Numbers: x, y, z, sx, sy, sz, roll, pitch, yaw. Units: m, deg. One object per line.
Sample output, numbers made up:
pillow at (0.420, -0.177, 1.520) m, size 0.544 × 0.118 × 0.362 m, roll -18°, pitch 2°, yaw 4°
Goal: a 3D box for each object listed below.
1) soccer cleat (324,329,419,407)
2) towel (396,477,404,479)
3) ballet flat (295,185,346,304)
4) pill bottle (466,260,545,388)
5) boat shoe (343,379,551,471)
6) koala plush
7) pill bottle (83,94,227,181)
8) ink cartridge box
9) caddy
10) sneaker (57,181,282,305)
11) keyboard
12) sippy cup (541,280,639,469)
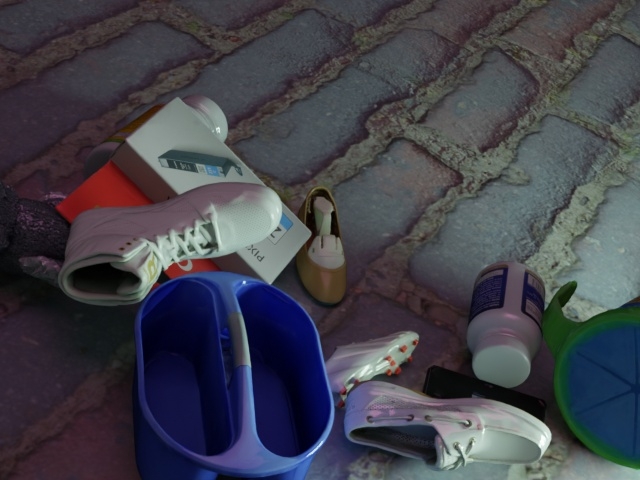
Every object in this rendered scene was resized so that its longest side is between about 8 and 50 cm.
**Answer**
soccer cleat at (0.061, 0.167, 1.614) m, size 0.196 × 0.068 × 0.076 m, roll -26°, pitch 52°, yaw -37°
towel at (0.029, 0.406, 1.275) m, size 0.209 × 0.034 × 0.285 m, roll -13°, pitch 43°, yaw 2°
ballet flat at (0.000, 0.000, 1.786) m, size 0.080 × 0.073 × 0.232 m, roll 4°, pitch 40°, yaw -14°
pill bottle at (0.276, 0.127, 1.700) m, size 0.112 × 0.112 × 0.186 m, roll 18°, pitch 38°, yaw 2°
boat shoe at (0.165, 0.265, 1.510) m, size 0.277 × 0.098 × 0.096 m, roll 9°, pitch 38°, yaw 5°
koala plush at (-0.435, -0.013, 1.572) m, size 0.221 × 0.203 × 0.196 m, roll 18°, pitch 37°, yaw -17°
pill bottle at (-0.252, -0.140, 1.814) m, size 0.136 × 0.136 × 0.245 m, roll 27°, pitch 40°, yaw 13°
ink cartridge box at (-0.188, -0.029, 1.645) m, size 0.296 × 0.066 × 0.261 m, roll 45°, pitch 47°, yaw -6°
caddy at (-0.117, 0.181, 1.439) m, size 0.241 × 0.179 × 0.341 m, roll 4°, pitch 40°, yaw -17°
sneaker at (-0.193, 0.015, 1.475) m, size 0.293 × 0.108 × 0.169 m, roll -11°, pitch 29°, yaw 5°
keyboard at (0.230, 0.245, 1.610) m, size 0.180 × 0.023 × 0.108 m, roll 17°, pitch 42°, yaw 2°
sippy cup at (0.483, 0.178, 1.641) m, size 0.224 × 0.240 × 0.305 m, roll -29°, pitch 95°, yaw -55°
